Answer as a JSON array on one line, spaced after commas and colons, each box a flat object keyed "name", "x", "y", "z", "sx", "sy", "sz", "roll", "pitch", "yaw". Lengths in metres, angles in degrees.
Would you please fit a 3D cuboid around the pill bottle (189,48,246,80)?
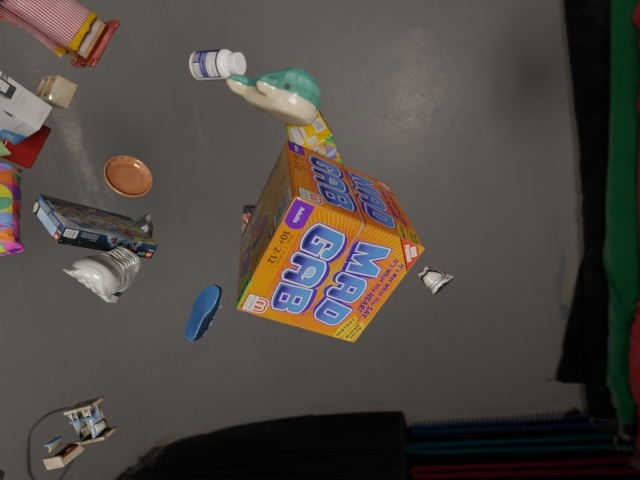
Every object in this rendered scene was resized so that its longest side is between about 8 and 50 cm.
[{"name": "pill bottle", "x": -0.333, "y": -0.574, "z": 1.370, "sx": 0.094, "sy": 0.169, "sz": 0.094, "roll": 7, "pitch": 90, "yaw": -68}]

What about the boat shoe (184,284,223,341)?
[{"name": "boat shoe", "x": -0.473, "y": 0.289, "z": 1.715, "sx": 0.258, "sy": 0.109, "sz": 0.089, "roll": -56, "pitch": 156, "yaw": 11}]

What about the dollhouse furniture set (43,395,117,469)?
[{"name": "dollhouse furniture set", "x": -0.807, "y": 0.632, "z": 1.388, "sx": 0.129, "sy": 0.129, "sz": 0.184, "roll": 69, "pitch": 19, "yaw": -4}]

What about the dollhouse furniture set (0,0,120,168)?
[{"name": "dollhouse furniture set", "x": -0.607, "y": -0.354, "z": 0.856, "sx": 0.201, "sy": 0.152, "sz": 0.374, "roll": 30, "pitch": 82, "yaw": -47}]

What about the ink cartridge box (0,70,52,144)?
[{"name": "ink cartridge box", "x": -0.593, "y": -0.257, "z": 0.734, "sx": 0.180, "sy": 0.104, "sz": 0.060, "roll": 40, "pitch": 50, "yaw": -44}]

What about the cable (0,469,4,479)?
[{"name": "cable", "x": -0.878, "y": 0.600, "z": 0.971, "sx": 0.287, "sy": 0.072, "sz": 0.139, "roll": -47, "pitch": 153, "yaw": -80}]

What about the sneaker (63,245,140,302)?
[{"name": "sneaker", "x": -0.371, "y": 0.050, "z": 0.737, "sx": 0.090, "sy": 0.095, "sz": 0.235, "roll": 45, "pitch": -19, "yaw": -11}]

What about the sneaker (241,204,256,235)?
[{"name": "sneaker", "x": -0.220, "y": -0.066, "z": 1.643, "sx": 0.270, "sy": 0.090, "sz": 0.144, "roll": -11, "pitch": 109, "yaw": -66}]

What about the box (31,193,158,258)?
[{"name": "box", "x": -0.530, "y": -0.028, "z": 0.998, "sx": 0.233, "sy": 0.159, "sz": 0.044, "roll": 20, "pitch": 102, "yaw": -56}]

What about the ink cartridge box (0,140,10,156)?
[{"name": "ink cartridge box", "x": -0.558, "y": -0.100, "z": 0.539, "sx": 0.056, "sy": 0.235, "sz": 0.171, "roll": 65, "pitch": -22, "yaw": 11}]

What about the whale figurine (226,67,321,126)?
[{"name": "whale figurine", "x": -0.125, "y": -0.429, "z": 1.191, "sx": 0.141, "sy": 0.272, "sz": 0.216, "roll": -69, "pitch": 166, "yaw": 2}]

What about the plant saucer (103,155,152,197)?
[{"name": "plant saucer", "x": -0.837, "y": -0.274, "z": 1.819, "sx": 0.200, "sy": 0.037, "sz": 0.199, "roll": 22, "pitch": 54, "yaw": -34}]

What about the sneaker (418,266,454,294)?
[{"name": "sneaker", "x": 0.188, "y": 0.060, "z": 0.685, "sx": 0.044, "sy": 0.040, "sz": 0.109, "roll": 45, "pitch": 10, "yaw": 20}]

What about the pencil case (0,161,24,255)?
[{"name": "pencil case", "x": -0.774, "y": -0.077, "z": 1.012, "sx": 0.104, "sy": 0.105, "sz": 0.236, "roll": 57, "pitch": 17, "yaw": -67}]

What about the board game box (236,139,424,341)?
[{"name": "board game box", "x": 0.000, "y": 0.000, "z": 1.183, "sx": 0.356, "sy": 0.356, "sz": 0.356, "roll": -60, "pitch": -157, "yaw": 27}]

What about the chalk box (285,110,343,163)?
[{"name": "chalk box", "x": -0.015, "y": -0.317, "z": 1.447, "sx": 0.213, "sy": 0.132, "sz": 0.132, "roll": 58, "pitch": 7, "yaw": -63}]

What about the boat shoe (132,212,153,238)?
[{"name": "boat shoe", "x": -0.676, "y": -0.044, "z": 1.609, "sx": 0.228, "sy": 0.080, "sz": 0.076, "roll": 33, "pitch": -34, "yaw": 61}]
